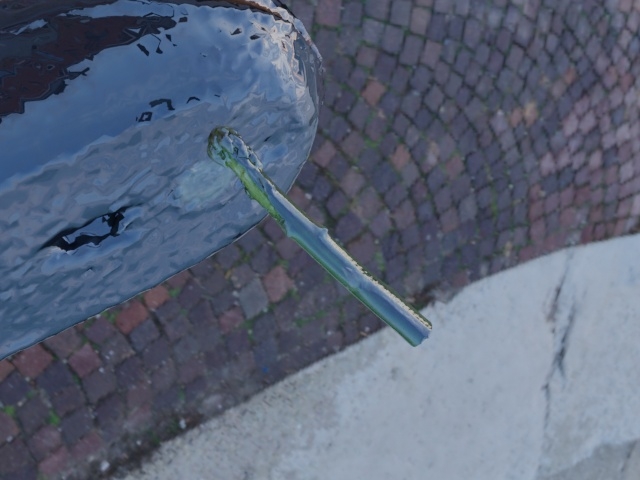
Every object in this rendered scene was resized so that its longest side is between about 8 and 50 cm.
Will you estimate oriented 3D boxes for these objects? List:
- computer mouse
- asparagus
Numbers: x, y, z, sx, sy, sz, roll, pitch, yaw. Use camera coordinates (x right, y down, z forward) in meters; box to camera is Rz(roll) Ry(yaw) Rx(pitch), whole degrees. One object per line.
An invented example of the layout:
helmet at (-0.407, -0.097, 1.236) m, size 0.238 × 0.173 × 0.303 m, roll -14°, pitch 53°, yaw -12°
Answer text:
computer mouse at (-0.148, -0.032, 0.469) m, size 0.323 × 0.116 × 0.183 m, roll -27°, pitch 148°, yaw -16°
asparagus at (0.000, 0.000, 0.387) m, size 0.127 × 0.015 × 0.018 m, roll 44°, pitch 66°, yaw -18°
